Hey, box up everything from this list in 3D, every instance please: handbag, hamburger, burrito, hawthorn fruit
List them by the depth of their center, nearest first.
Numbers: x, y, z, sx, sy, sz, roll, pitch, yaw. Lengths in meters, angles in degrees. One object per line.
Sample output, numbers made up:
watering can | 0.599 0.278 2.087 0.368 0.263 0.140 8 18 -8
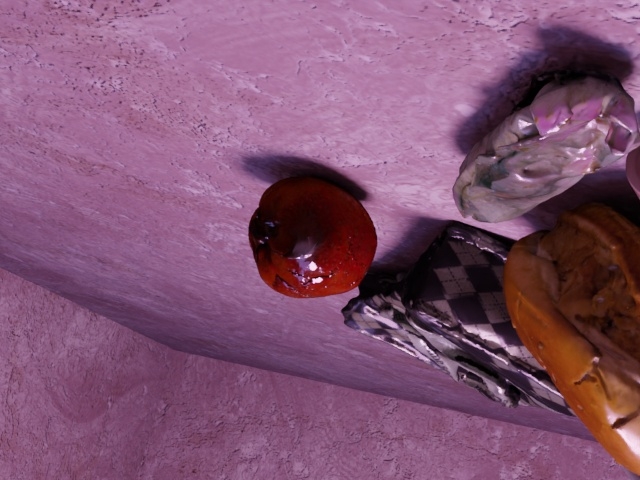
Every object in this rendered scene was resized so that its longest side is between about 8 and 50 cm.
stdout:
burrito | 0.176 -0.070 0.798 0.096 0.066 0.309 13 168 -2
hamburger | 0.316 0.104 0.965 0.170 0.290 0.314 -39 146 14
hawthorn fruit | 0.000 0.000 1.104 0.172 0.148 0.148 10 171 -35
handbag | 0.210 0.119 1.314 0.316 0.180 0.416 25 169 -5

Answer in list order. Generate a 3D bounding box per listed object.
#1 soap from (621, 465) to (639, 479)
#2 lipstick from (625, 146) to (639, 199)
soap | 0.538 0.256 0.972 0.213 0.350 0.435 52 -177 -3
lipstick | 0.332 -0.018 0.827 0.070 0.070 0.254 5 162 34
